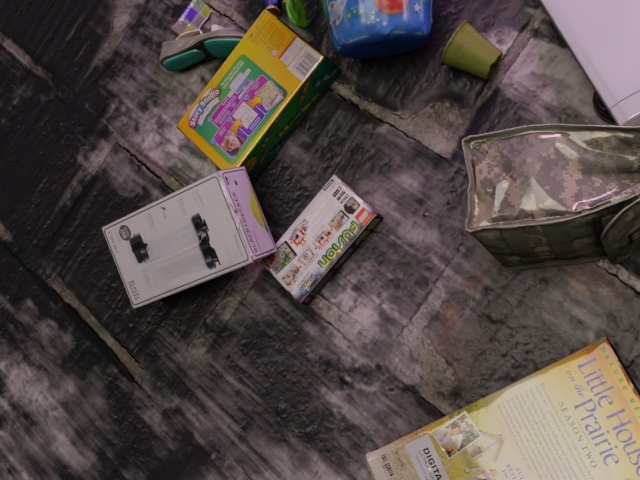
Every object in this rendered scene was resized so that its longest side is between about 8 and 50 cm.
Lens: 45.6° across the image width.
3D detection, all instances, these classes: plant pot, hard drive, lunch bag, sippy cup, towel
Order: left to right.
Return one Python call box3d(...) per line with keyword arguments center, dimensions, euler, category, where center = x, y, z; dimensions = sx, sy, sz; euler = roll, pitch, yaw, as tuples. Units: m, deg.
box3d(center=(-0.259, -0.442, 1.530), dimensions=(0.083, 0.009, 0.060), euler=(-48, 66, 11), category="towel")
box3d(center=(0.092, -0.428, 1.268), dimensions=(0.239, 0.305, 0.224), euler=(-5, 90, -21), category="sippy cup")
box3d(center=(0.252, -0.305, 1.250), dimensions=(0.079, 0.083, 0.083), euler=(34, 97, 11), category="plant pot")
box3d(center=(0.368, -0.060, 1.067), dimensions=(0.286, 0.235, 0.169), euler=(-7, 74, 24), category="lunch bag")
box3d(center=(0.470, -0.342, 1.109), dimensions=(0.233, 0.047, 0.353), euler=(-30, 53, 19), category="hard drive")

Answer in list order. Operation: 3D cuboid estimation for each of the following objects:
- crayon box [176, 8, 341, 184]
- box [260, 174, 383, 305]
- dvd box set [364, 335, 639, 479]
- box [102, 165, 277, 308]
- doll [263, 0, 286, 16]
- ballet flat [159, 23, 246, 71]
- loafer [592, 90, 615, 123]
box3d(center=(-0.116, -0.259, 1.399), dimensions=(0.165, 0.081, 0.278), euler=(44, 101, 23), category="crayon box")
box3d(center=(0.000, 0.000, 1.332), dimensions=(0.114, 0.036, 0.207), euler=(45, 101, 23), category="box")
box3d(center=(0.308, 0.372, 1.124), dimensions=(0.420, 0.062, 0.308), euler=(-32, 70, 17), category="dvd box set")
box3d(center=(-0.237, -0.002, 1.366), dimensions=(0.289, 0.087, 0.169), euler=(-23, 90, 29), category="box")
box3d(center=(-0.096, -0.522, 1.450), dimensions=(0.129, 0.046, 0.189), euler=(-15, 77, 20), category="doll")
box3d(center=(-0.219, -0.383, 1.472), dimensions=(0.213, 0.072, 0.068), euler=(-8, 68, 22), category="ballet flat")
box3d(center=(0.541, -0.264, 1.098), dimensions=(0.302, 0.095, 0.109), euler=(-21, 75, 20), category="loafer")
